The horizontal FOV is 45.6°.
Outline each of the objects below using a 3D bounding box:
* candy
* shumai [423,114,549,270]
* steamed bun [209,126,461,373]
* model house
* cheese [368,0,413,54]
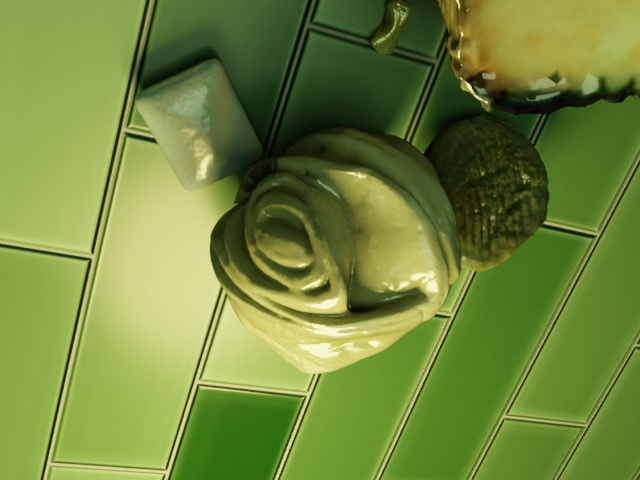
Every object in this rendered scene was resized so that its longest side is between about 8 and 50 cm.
[{"bbox_3d":[-0.175,-0.166,1.122,0.138,0.071,0.174,-25,122,0],"label":"candy"},{"bbox_3d":[0.237,-0.064,1.270,0.222,0.203,0.272,42,75,-2],"label":"shumai"},{"bbox_3d":[0.000,0.000,1.090,0.367,0.342,0.255,-41,143,15],"label":"steamed bun"},{"bbox_3d":[0.335,-0.425,0.959,0.445,0.400,0.395,-13,134,1],"label":"model house"},{"bbox_3d":[0.103,-0.320,1.134,0.044,0.030,0.083,10,121,-27],"label":"cheese"}]
